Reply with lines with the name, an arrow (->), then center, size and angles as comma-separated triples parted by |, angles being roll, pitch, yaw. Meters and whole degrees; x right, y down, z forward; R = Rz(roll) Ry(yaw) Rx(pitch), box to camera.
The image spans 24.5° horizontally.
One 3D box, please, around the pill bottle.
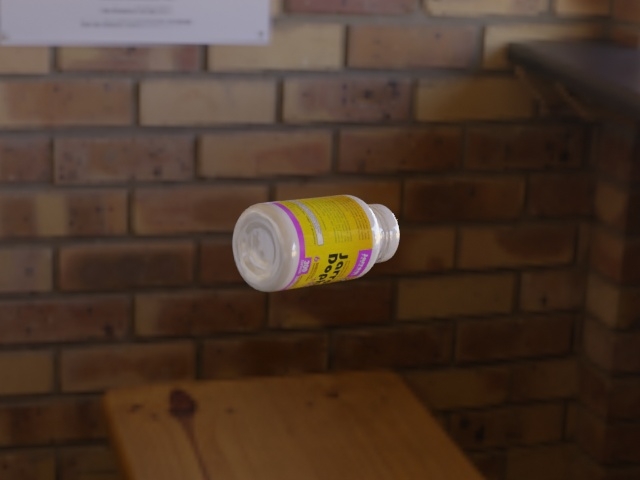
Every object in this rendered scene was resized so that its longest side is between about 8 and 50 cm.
pill bottle -> 0.000, 0.000, 0.731 | 0.083, 0.043, 0.043 | -8, 19, -43
